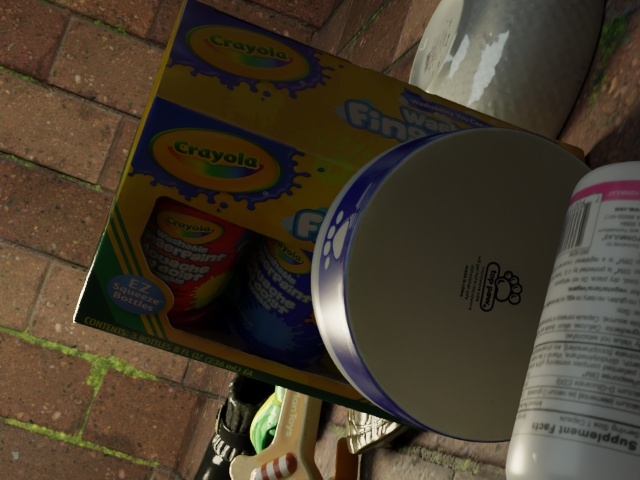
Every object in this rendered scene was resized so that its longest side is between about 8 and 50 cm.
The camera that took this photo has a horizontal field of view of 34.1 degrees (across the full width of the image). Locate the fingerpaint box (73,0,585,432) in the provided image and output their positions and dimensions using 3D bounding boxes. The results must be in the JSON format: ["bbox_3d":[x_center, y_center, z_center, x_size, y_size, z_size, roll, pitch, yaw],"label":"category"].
[{"bbox_3d":[0.000,0.000,1.120,0.371,0.445,0.163,122,162,-45],"label":"fingerpaint box"}]

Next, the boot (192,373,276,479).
[{"bbox_3d":[-0.156,0.405,1.961,0.348,0.131,0.260,-84,18,-52],"label":"boot"}]

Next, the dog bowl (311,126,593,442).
[{"bbox_3d":[0.131,0.036,0.897,0.104,0.265,0.265,-179,109,-76],"label":"dog bowl"}]

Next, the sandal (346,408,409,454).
[{"bbox_3d":[0.082,0.237,1.346,0.180,0.049,0.072,-36,43,56],"label":"sandal"}]

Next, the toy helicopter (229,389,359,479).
[{"bbox_3d":[-0.029,0.308,1.452,0.235,0.140,0.355,-1,72,41],"label":"toy helicopter"}]

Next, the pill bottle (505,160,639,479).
[{"bbox_3d":[0.211,0.107,0.664,0.160,0.160,0.283,148,140,-72],"label":"pill bottle"}]

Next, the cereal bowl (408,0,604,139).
[{"bbox_3d":[0.207,-0.223,1.309,0.339,0.141,0.339,-160,90,-78],"label":"cereal bowl"}]

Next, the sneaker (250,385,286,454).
[{"bbox_3d":[-0.035,0.271,1.742,0.123,0.109,0.295,-105,29,-55],"label":"sneaker"}]
